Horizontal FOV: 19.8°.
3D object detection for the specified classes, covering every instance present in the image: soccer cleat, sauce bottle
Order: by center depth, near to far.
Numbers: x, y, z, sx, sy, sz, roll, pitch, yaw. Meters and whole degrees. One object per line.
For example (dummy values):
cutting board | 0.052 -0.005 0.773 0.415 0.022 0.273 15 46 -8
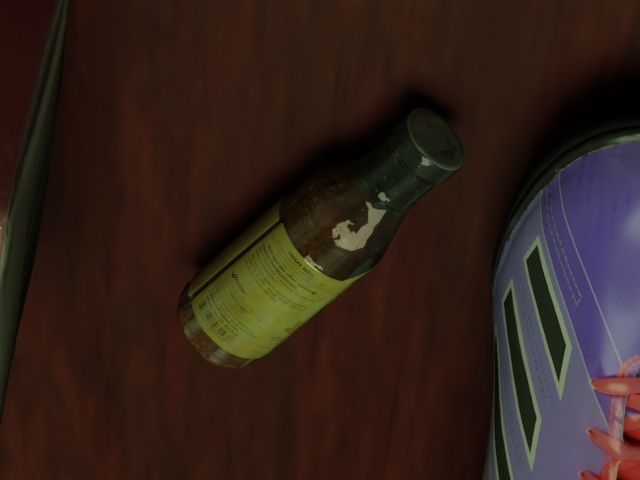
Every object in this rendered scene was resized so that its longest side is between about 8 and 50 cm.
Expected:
sauce bottle | 0.000 0.000 0.649 0.042 0.042 0.128 31 132 -25
soccer cleat | 0.107 0.091 0.681 0.109 0.116 0.318 5 136 -1

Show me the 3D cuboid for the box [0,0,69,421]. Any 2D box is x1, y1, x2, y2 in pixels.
box | -0.207 -0.020 0.586 0.232 0.126 0.148 10 136 -5
